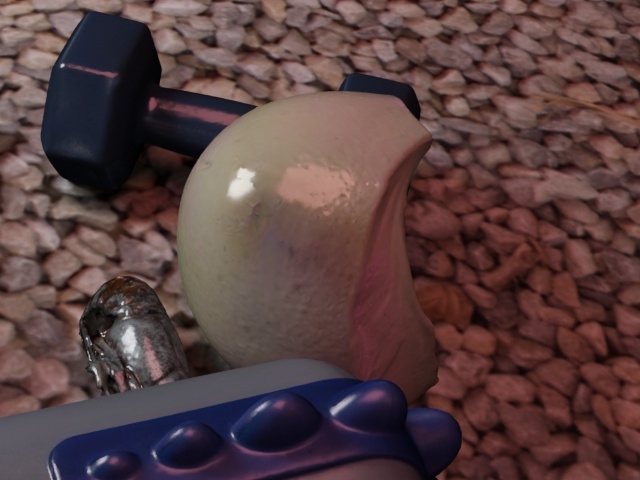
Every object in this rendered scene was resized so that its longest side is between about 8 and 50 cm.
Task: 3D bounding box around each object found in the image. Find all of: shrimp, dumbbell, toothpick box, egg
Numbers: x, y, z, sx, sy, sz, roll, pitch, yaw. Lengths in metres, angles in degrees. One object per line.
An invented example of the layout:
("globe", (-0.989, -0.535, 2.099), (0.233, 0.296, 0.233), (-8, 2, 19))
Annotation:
("shrimp", (-0.132, 0.124, 1.003), (0.090, 0.079, 0.233), (20, 38, -48))
("dumbbell", (-0.077, -0.094, 1.163), (0.325, 0.144, 0.160), (14, 45, 2))
("toothpick box", (-0.078, 0.194, 0.818), (0.355, 0.263, 0.263), (-11, 51, -21))
("egg", (-0.018, 0.006, 0.994), (0.206, 0.162, 0.271), (0, 84, 11))
